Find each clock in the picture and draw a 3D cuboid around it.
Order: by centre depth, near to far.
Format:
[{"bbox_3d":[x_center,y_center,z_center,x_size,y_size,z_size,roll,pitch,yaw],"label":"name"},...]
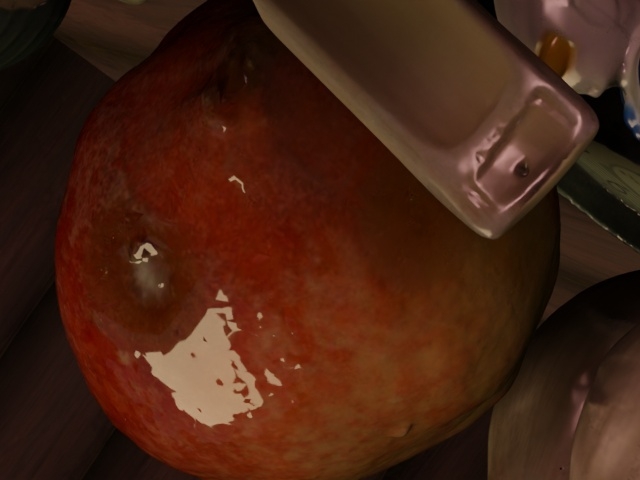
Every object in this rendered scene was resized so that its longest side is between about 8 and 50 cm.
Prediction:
[{"bbox_3d":[0.179,-0.017,0.783,0.215,0.042,0.215,35,176,3],"label":"clock"}]

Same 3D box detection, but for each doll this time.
[{"bbox_3d":[0.147,-0.045,0.590,0.227,0.057,0.114,33,-179,7],"label":"doll"}]

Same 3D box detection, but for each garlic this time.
[{"bbox_3d":[0.218,0.133,0.940,0.210,0.292,0.237,169,87,-73],"label":"garlic"}]

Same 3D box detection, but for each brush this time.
[{"bbox_3d":[-0.023,-0.127,0.627,0.321,0.060,0.050,46,-167,20],"label":"brush"}]

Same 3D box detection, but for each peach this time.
[{"bbox_3d":[-0.009,-0.010,0.727,0.232,0.232,0.256,33,167,32],"label":"peach"}]

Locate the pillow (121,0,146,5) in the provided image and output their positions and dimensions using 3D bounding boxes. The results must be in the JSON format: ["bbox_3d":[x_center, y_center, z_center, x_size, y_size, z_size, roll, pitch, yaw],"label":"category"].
[{"bbox_3d":[-0.168,-0.217,1.098,0.134,0.078,0.181,35,179,2],"label":"pillow"}]

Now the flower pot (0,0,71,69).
[{"bbox_3d":[-0.287,-0.223,1.233,0.157,0.189,0.243,6,169,38],"label":"flower pot"}]
